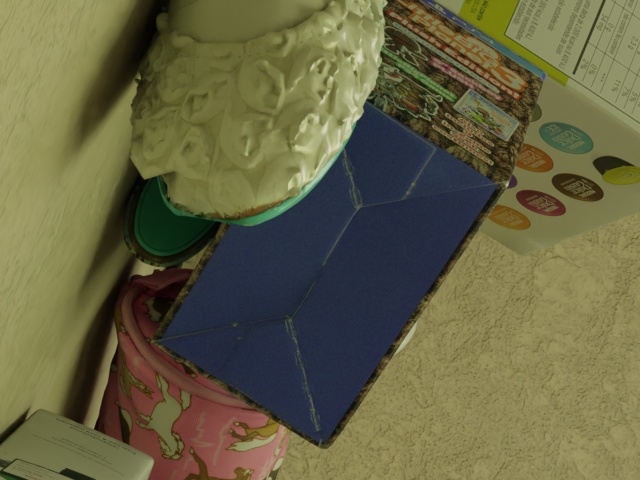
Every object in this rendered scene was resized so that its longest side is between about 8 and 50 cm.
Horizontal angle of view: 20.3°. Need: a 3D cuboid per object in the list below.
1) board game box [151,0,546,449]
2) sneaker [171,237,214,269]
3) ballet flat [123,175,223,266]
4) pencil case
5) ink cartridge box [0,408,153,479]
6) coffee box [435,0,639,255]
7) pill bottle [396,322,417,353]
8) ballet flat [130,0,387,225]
[{"bbox_3d":[0.030,-0.030,1.269,0.232,0.141,0.291,-57,180,23],"label":"board game box"},{"bbox_3d":[-0.091,0.066,1.709,0.275,0.110,0.107,105,8,-79],"label":"sneaker"},{"bbox_3d":[-0.091,-0.045,1.257,0.188,0.070,0.070,-61,175,-36],"label":"ballet flat"},{"bbox_3d":[-0.128,0.193,1.447,0.167,0.160,0.386,-88,-166,-49],"label":"pencil case"},{"bbox_3d":[-0.190,0.214,1.093,0.219,0.092,0.160,-58,170,-79],"label":"ink cartridge box"},{"bbox_3d":[0.206,-0.233,1.716,0.337,0.334,0.338,-25,-142,63],"label":"coffee box"},{"bbox_3d":[0.000,0.000,1.754,0.136,0.136,0.246,-64,142,-48],"label":"pill bottle"},{"bbox_3d":[-0.026,-0.168,1.071,0.409,0.147,0.147,-69,180,-53],"label":"ballet flat"}]
